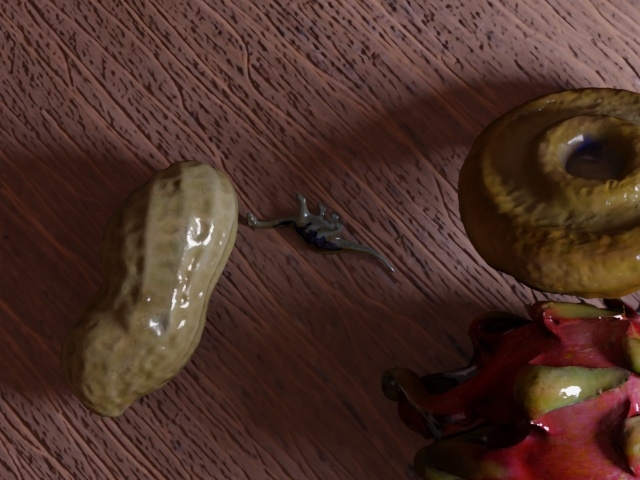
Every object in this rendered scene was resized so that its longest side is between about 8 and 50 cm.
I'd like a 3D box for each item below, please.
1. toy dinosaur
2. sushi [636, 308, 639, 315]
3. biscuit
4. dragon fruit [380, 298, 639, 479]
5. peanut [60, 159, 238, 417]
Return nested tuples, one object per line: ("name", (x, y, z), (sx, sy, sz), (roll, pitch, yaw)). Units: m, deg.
("toy dinosaur", (0.003, -0.014, 1.306), (0.180, 0.037, 0.058), (22, 110, 20))
("sushi", (0.519, 0.009, 1.193), (0.292, 0.059, 0.294), (23, 87, 13))
("biscuit", (0.245, -0.055, 1.173), (0.213, 0.091, 0.274), (-11, 46, 8))
("dragon fruit", (0.237, 0.171, 1.146), (0.307, 0.243, 0.227), (-13, 74, 49))
("peanut", (-0.190, 0.054, 1.287), (0.147, 0.147, 0.305), (19, 90, 13))
